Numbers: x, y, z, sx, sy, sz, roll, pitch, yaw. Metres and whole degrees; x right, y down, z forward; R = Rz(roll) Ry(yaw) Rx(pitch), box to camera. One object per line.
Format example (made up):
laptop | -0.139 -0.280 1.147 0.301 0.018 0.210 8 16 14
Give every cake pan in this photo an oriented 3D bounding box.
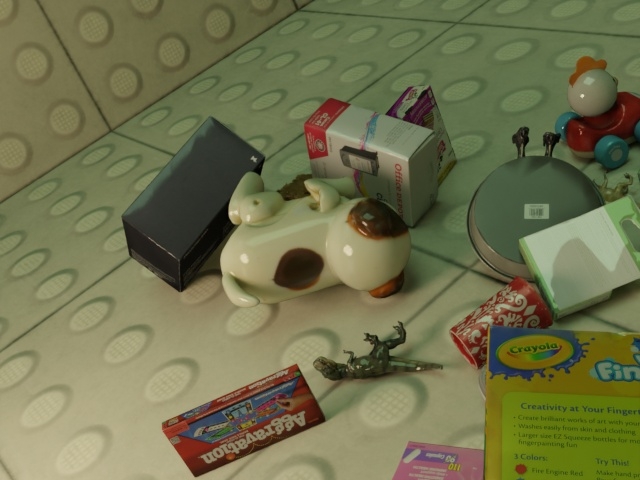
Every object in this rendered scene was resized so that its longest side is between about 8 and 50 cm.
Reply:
cake pan | 0.448 -0.053 1.811 0.293 0.054 0.293 -5 65 12

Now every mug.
mug | 0.340 0.168 1.668 0.169 0.150 0.113 -34 68 -7

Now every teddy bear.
teddy bear | -0.031 -0.106 2.333 0.245 0.113 0.338 19 44 40

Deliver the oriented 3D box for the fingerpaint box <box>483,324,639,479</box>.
fingerpaint box | 0.444 0.310 1.172 0.444 0.163 0.371 1 43 11

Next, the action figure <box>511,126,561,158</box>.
action figure | 0.481 -0.111 1.941 0.163 0.141 0.276 0 64 22

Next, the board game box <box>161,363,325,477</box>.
board game box | -0.144 0.347 1.666 0.281 0.145 0.027 -24 33 2

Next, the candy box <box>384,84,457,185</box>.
candy box | 0.254 -0.253 2.210 0.071 0.234 0.159 3 42 38

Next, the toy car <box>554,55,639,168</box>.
toy car | 0.662 -0.330 2.040 0.210 0.238 0.219 -27 31 -3

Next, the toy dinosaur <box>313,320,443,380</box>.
toy dinosaur | 0.123 0.228 1.748 0.268 0.064 0.118 -8 41 22

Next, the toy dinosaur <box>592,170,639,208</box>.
toy dinosaur | 0.646 -0.099 1.900 0.183 0.053 0.093 21 63 34

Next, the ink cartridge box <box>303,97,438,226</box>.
ink cartridge box | 0.125 -0.194 2.142 0.306 0.226 0.131 24 53 30

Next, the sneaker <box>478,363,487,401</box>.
sneaker | 0.364 0.265 1.464 0.105 0.115 0.281 -34 32 -15

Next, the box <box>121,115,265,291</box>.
box | -0.317 -0.085 2.194 0.343 0.179 0.312 -53 -3 -20

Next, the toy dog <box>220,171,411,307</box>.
toy dog | 0.000 0.000 1.942 0.407 0.285 0.395 -3 20 21

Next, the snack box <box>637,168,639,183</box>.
snack box | 0.777 -0.158 1.893 0.141 0.037 0.100 7 45 41

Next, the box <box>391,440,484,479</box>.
box | 0.201 0.441 1.311 0.213 0.117 0.243 -1 39 33

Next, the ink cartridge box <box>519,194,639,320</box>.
ink cartridge box | 0.527 0.032 1.690 0.235 0.056 0.171 -22 63 3
